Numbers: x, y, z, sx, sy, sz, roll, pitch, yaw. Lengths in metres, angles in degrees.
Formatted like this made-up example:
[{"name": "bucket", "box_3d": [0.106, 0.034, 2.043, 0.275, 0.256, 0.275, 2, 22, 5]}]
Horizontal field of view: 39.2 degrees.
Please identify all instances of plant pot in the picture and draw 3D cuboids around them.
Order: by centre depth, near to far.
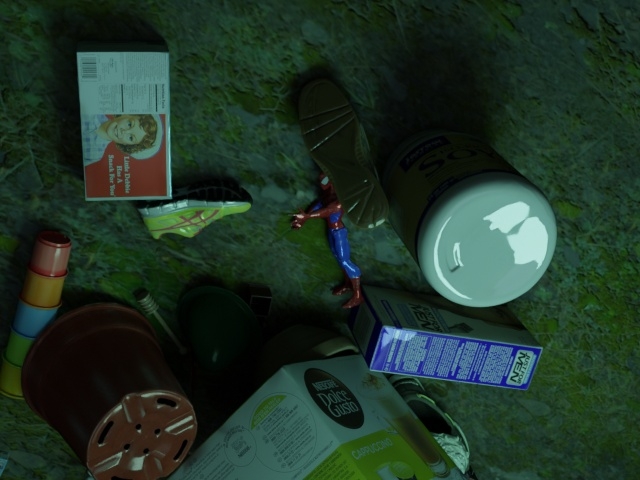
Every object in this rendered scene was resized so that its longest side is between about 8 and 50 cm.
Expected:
[{"name": "plant pot", "box_3d": [-0.368, 0.291, 1.619, 0.272, 0.265, 0.272, -15, 121, -28]}, {"name": "plant pot", "box_3d": [-0.051, 0.243, 1.768, 0.237, 0.110, 0.237, -33, 158, -15]}]

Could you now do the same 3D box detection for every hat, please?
[{"name": "hat", "box_3d": [-0.216, 0.216, 1.674, 0.173, 0.183, 0.208, -21, 108, 27]}]

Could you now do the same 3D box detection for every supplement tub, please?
[{"name": "supplement tub", "box_3d": [0.249, -0.055, 1.598, 0.241, 0.331, 0.241, -5, 115, -10]}]

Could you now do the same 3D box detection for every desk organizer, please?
[{"name": "desk organizer", "box_3d": [-0.130, 0.155, 1.770, 0.047, 0.050, 0.130, 7, 112, -15]}]

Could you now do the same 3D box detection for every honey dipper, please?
[{"name": "honey dipper", "box_3d": [-0.303, 0.165, 1.752, 0.030, 0.030, 0.160, -31, 119, 3]}]

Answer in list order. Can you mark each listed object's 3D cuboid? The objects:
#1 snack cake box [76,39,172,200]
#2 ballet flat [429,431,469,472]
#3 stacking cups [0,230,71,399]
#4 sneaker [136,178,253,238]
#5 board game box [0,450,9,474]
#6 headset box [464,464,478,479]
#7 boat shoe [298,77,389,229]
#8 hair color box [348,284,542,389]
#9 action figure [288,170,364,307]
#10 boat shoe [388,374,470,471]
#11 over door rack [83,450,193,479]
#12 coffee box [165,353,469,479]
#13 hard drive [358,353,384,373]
[{"name": "snack cake box", "box_3d": [-0.335, -0.205, 1.543, 0.152, 0.089, 0.264, -2, 115, -13]}, {"name": "ballet flat", "box_3d": [0.102, 0.459, 1.852, 0.409, 0.147, 0.147, -1, 115, 7]}, {"name": "stacking cups", "box_3d": [-0.519, 0.139, 1.662, 0.096, 0.096, 0.316, 16, 108, -18]}, {"name": "sneaker", "box_3d": [-0.226, -0.051, 1.649, 0.208, 0.081, 0.094, -6, 122, -2]}, {"name": "board game box", "box_3d": [-0.717, 0.451, 1.794, 0.154, 0.026, 0.103, 22, 108, -20]}, {"name": "headset box", "box_3d": [0.320, 0.548, 2.037, 0.032, 0.062, 0.083, 29, 106, -23]}, {"name": "boat shoe", "box_3d": [0.040, -0.153, 1.618, 0.104, 0.089, 0.285, -21, 89, 8]}, {"name": "hair color box", "box_3d": [0.245, 0.192, 1.791, 0.339, 0.185, 0.110, 11, 110, -17]}, {"name": "action figure", "box_3d": [0.000, 0.000, 1.703, 0.139, 0.091, 0.280, -14, 117, -16]}, {"name": "boat shoe", "box_3d": [0.240, 0.416, 1.943, 0.109, 0.091, 0.305, -34, 116, 5]}, {"name": "over door rack", "box_3d": [-0.321, 0.523, 1.808, 0.324, 0.108, 0.239, 19, 93, -8]}, {"name": "coffee box", "box_3d": [-0.002, 0.441, 1.634, 0.338, 0.334, 0.337, -46, 157, 18]}, {"name": "hard drive", "box_3d": [0.072, 0.306, 1.897, 0.094, 0.022, 0.135, 18, 109, -19]}]
